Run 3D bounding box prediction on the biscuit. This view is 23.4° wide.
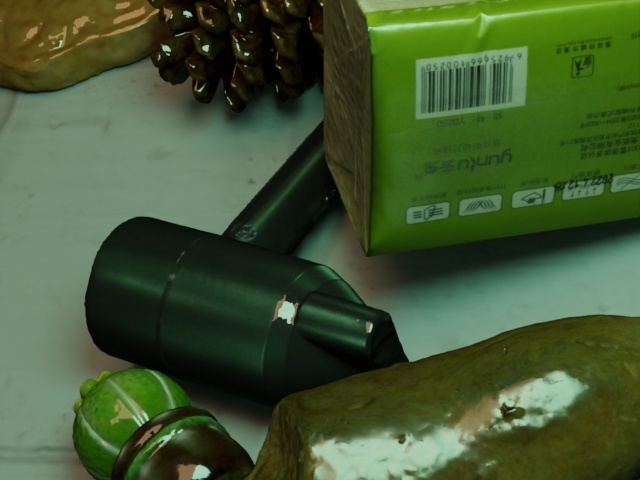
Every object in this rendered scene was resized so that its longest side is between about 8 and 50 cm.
[{"bbox_3d":[-0.252,-0.298,1.570,0.385,0.062,0.365,-19,47,4],"label":"biscuit"}]

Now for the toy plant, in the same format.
[{"bbox_3d":[-0.118,0.149,1.102,0.093,0.092,0.162,-39,48,-15],"label":"toy plant"}]

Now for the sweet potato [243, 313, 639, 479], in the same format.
[{"bbox_3d":[0.099,0.142,0.998,0.370,0.157,0.157,-17,46,-4],"label":"sweet potato"}]

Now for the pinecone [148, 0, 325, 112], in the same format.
[{"bbox_3d":[-0.055,-0.204,1.336,0.212,0.168,0.185,-19,63,8],"label":"pinecone"}]

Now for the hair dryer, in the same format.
[{"bbox_3d":[0.000,0.000,1.194,0.244,0.116,0.302,15,49,27],"label":"hair dryer"}]

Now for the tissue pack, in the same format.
[{"bbox_3d":[0.148,-0.123,1.115,0.275,0.200,0.167,-9,39,-10],"label":"tissue pack"}]
